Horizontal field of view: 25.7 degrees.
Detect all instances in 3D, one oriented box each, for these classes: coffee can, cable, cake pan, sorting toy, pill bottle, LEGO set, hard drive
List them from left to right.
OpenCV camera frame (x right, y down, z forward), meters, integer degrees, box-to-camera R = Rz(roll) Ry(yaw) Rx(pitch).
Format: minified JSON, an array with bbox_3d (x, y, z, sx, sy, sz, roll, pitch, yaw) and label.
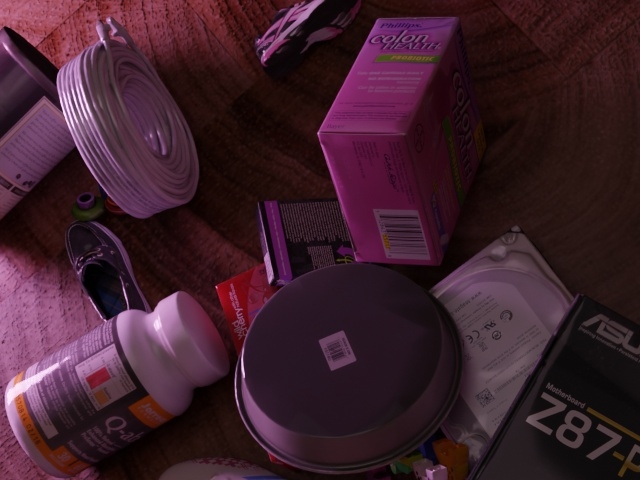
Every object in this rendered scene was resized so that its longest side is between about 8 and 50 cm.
[{"bbox_3d":[-0.495,-0.152,2.096,0.275,0.201,0.201,-44,61,3],"label":"coffee can"},{"bbox_3d":[-0.322,-0.066,2.070,0.102,0.042,0.061,-7,42,3],"label":"sorting toy"},{"bbox_3d":[-0.273,0.192,1.900,0.278,0.162,0.162,-30,63,10],"label":"pill bottle"},{"bbox_3d":[-0.269,-0.156,1.971,0.089,0.257,0.257,-24,40,17],"label":"cable"},{"bbox_3d":[0.030,0.146,1.734,0.293,0.054,0.293,-7,53,10],"label":"cake pan"},{"bbox_3d":[0.132,0.294,1.717,0.087,0.227,0.093,-14,97,-20],"label":"LEGO set"},{"bbox_3d":[0.252,0.177,1.744,0.237,0.064,0.339,-37,62,7],"label":"hard drive"}]

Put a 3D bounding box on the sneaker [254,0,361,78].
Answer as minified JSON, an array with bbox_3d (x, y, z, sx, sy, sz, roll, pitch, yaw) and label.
[{"bbox_3d":[-0.028,-0.322,2.042,0.178,0.072,0.077,-37,51,0],"label":"sneaker"}]

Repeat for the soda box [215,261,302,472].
[{"bbox_3d":[-0.053,0.167,1.856,0.083,0.092,0.263,-26,64,11],"label":"soda box"}]

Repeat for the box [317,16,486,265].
[{"bbox_3d":[0.111,-0.127,1.778,0.117,0.214,0.243,2,43,23],"label":"box"}]

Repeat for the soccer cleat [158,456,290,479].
[{"bbox_3d":[-0.085,0.338,1.778,0.331,0.143,0.116,9,75,25],"label":"soccer cleat"}]

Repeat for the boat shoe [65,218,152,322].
[{"bbox_3d":[-0.317,0.051,2.018,0.080,0.076,0.228,-34,62,8],"label":"boat shoe"}]

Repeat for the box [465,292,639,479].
[{"bbox_3d":[0.380,0.293,1.567,0.395,0.097,0.318,31,78,13],"label":"box"}]

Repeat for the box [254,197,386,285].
[{"bbox_3d":[0.000,0.000,1.882,0.162,0.029,0.116,-4,65,-18],"label":"box"}]
